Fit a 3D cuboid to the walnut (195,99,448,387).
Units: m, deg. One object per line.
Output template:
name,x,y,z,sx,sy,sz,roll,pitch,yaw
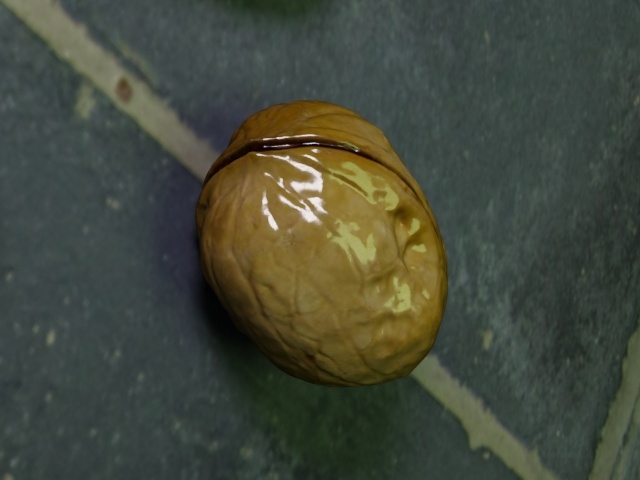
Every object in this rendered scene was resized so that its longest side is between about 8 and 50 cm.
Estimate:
walnut,0.000,0.000,1.059,0.180,0.144,0.144,53,55,-37
